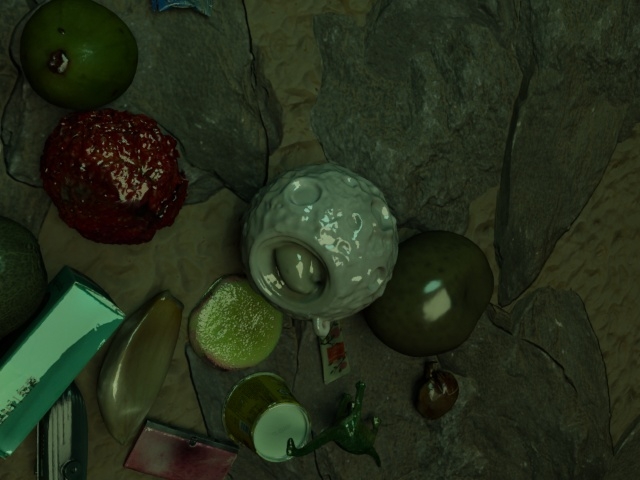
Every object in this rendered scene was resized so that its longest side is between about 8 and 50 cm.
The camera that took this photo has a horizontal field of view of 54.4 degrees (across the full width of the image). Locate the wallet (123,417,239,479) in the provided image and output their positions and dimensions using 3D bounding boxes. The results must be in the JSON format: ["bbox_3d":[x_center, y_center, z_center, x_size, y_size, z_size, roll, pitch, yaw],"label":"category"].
[{"bbox_3d":[-0.305,0.479,1.379,0.232,0.025,0.119,27,95,-26],"label":"wallet"}]

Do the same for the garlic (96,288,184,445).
[{"bbox_3d":[-0.375,0.247,1.271,0.143,0.112,0.318,39,71,-49],"label":"garlic"}]

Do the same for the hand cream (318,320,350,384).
[{"bbox_3d":[0.024,0.237,1.514,0.080,0.050,0.233,-21,112,-27],"label":"hand cream"}]

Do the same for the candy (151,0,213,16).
[{"bbox_3d":[-0.280,-0.501,1.263,0.136,0.038,0.088,-7,86,-33],"label":"candy"}]

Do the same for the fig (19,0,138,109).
[{"bbox_3d":[-0.431,-0.331,1.101,0.203,0.225,0.202,-2,105,-8],"label":"fig"}]

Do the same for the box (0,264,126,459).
[{"bbox_3d":[-0.515,0.207,1.141,0.118,0.205,0.311,43,78,-23],"label":"box"}]

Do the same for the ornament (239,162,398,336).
[{"bbox_3d":[0.000,0.000,1.314,0.337,0.337,0.336,-4,99,-27],"label":"ornament"}]

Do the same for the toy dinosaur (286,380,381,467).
[{"bbox_3d":[0.061,0.490,1.446,0.447,0.087,0.300,64,29,-30],"label":"toy dinosaur"}]

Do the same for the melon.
[{"bbox_3d":[-0.627,0.072,1.049,0.302,0.237,0.237,-13,103,-20],"label":"melon"}]

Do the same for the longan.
[{"bbox_3d":[0.260,0.126,1.498,0.350,0.288,0.288,-42,113,-28],"label":"longan"}]

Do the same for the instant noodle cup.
[{"bbox_3d":[-0.114,0.407,1.406,0.182,0.144,0.182,-4,99,-27],"label":"instant noodle cup"}]

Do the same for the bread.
[{"bbox_3d":[-0.186,0.190,1.403,0.229,0.033,0.228,-4,100,-25],"label":"bread"}]

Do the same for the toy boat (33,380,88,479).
[{"bbox_3d":[-0.516,0.379,1.234,0.093,0.103,0.246,4,82,-51],"label":"toy boat"}]

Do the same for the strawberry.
[{"bbox_3d":[-0.373,-0.114,1.163,0.274,0.220,0.274,-6,104,-27],"label":"strawberry"}]

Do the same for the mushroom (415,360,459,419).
[{"bbox_3d":[0.312,0.400,1.660,0.135,0.080,0.170,-21,109,-34],"label":"mushroom"}]
